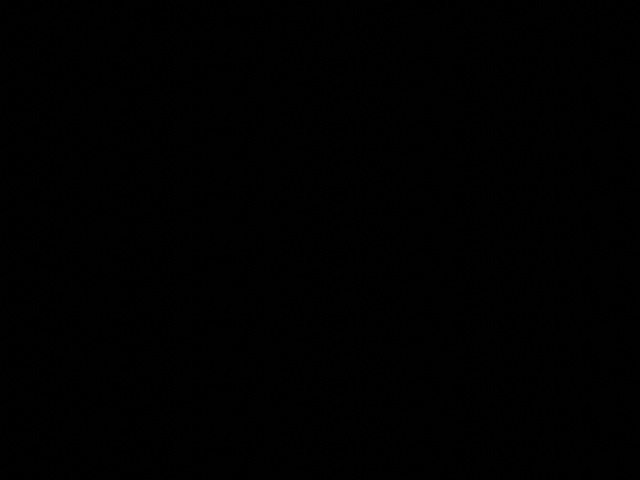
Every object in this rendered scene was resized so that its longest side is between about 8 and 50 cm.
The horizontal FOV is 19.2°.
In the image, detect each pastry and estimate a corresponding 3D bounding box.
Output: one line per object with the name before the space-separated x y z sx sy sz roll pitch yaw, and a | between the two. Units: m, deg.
pastry | 0.037 -0.034 0.171 0.388 0.312 0.388 40 19 -17
